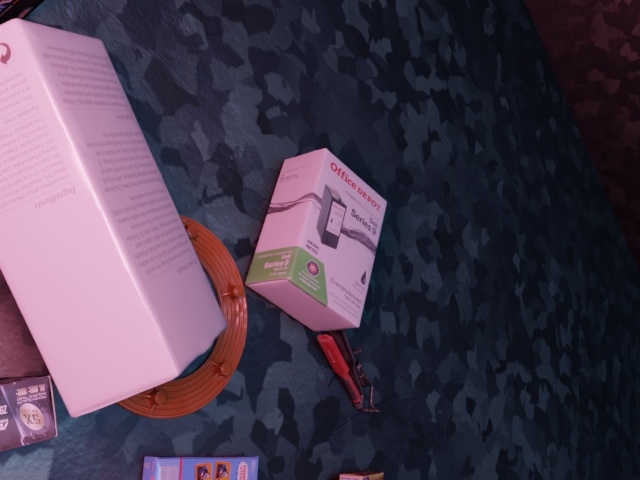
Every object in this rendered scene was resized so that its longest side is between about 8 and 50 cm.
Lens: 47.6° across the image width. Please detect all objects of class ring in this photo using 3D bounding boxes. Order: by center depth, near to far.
[{"bbox_3d":[-0.240,0.118,1.181,0.336,0.032,0.337,13,72,-45],"label":"ring"}]

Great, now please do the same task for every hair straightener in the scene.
[{"bbox_3d":[0.073,0.258,1.484,0.089,0.047,0.230,-48,117,-42],"label":"hair straightener"}]

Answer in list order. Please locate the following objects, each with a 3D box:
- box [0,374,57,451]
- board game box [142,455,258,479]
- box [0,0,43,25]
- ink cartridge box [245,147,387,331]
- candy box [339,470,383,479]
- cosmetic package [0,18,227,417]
[{"bbox_3d":[-0.433,0.214,0.859,0.180,0.147,0.078,-3,84,-49],"label":"box"},{"bbox_3d":[-0.191,0.428,1.161,0.211,0.039,0.160,17,70,-44],"label":"board game box"},{"bbox_3d":[-0.425,-0.325,0.929,0.175,0.220,0.051,-36,106,-47],"label":"box"},{"bbox_3d":[0.000,0.000,1.402,0.211,0.121,0.289,37,55,-37],"label":"ink cartridge box"},{"bbox_3d":[0.081,0.549,1.411,0.109,0.053,0.187,24,65,-58],"label":"candy box"},{"bbox_3d":[-0.306,-0.034,0.951,0.230,0.161,0.453,-46,113,-78],"label":"cosmetic package"}]
